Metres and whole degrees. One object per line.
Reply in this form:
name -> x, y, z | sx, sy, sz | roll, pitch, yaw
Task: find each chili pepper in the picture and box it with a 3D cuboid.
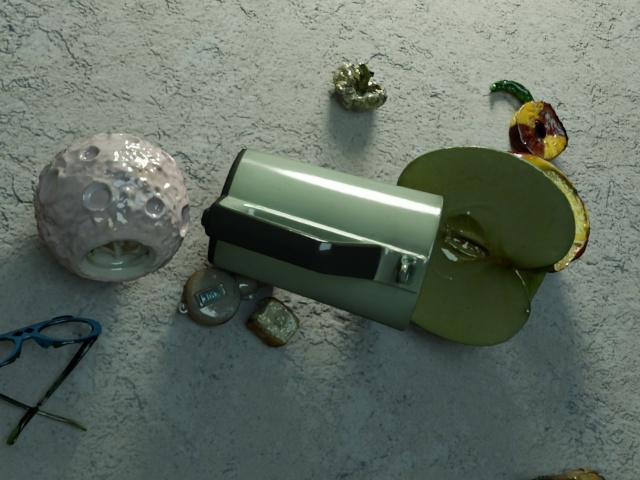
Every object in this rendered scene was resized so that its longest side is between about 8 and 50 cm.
chili pepper -> 0.432, -0.339, 2.214 | 0.118, 0.035, 0.055 | 20, 52, -24

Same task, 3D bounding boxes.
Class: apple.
apple -> 0.280, -0.007, 1.903 | 0.360, 0.311, 0.320 | 29, 59, 1

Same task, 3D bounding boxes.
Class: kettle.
kettle -> 0.000, 0.000, 1.702 | 0.377, 0.361, 0.249 | 17, 103, 2

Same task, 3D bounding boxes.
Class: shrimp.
shrimp -> 0.482, 0.557, 1.990 | 0.289, 0.075, 0.178 | 1, 78, -38

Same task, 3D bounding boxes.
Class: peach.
peach -> 0.457, -0.068, 2.087 | 0.159, 0.154, 0.267 | -31, 85, -20

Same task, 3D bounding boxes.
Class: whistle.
whistle -> -0.162, 0.088, 1.811 | 0.220, 0.057, 0.107 | -21, 82, -30

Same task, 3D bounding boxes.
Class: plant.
plant -> 0.088, -0.325, 2.005 | 0.117, 0.122, 0.104 | 3, 64, -17

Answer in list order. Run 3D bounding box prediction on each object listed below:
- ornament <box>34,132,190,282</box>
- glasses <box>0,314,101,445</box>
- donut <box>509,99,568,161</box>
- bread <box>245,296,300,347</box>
ornament -> -0.350, -0.062, 1.653 | 0.260, 0.259, 0.225 | 2, 59, -25
glasses -> -0.453, 0.230, 1.610 | 0.239, 0.102, 0.206 | -20, 86, -28
donut -> 0.482, -0.238, 2.197 | 0.141, 0.059, 0.140 | 6, 75, -24
bread -> -0.085, 0.148, 1.823 | 0.083, 0.070, 0.076 | 44, 64, -12
